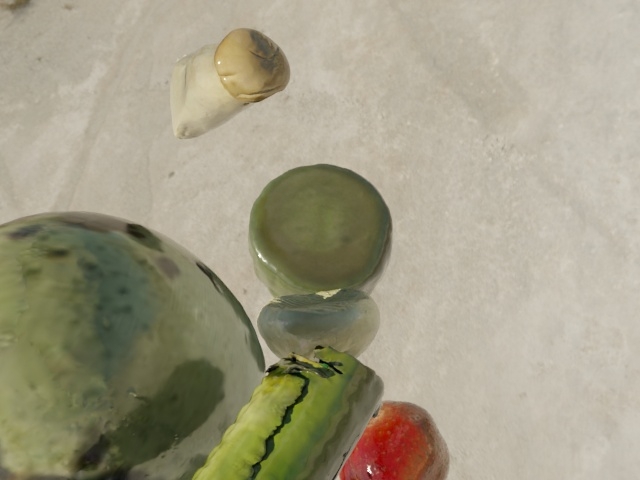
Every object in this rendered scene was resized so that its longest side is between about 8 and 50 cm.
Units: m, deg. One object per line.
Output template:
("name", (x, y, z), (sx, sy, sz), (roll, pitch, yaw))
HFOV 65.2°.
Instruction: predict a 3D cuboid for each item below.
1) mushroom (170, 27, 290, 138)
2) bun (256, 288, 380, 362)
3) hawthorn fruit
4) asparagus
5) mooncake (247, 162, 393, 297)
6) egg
("mushroom", (-0.201, -0.303, 0.971), (0.407, 0.138, 0.154), (1, 80, 56))
("bun", (0.003, 0.164, 0.920), (0.231, 0.231, 0.133), (-5, 95, 21))
("hawthorn fruit", (0.176, 0.612, 1.363), (0.369, 0.284, 0.285), (-23, 42, -39))
("asparagus", (-0.076, 0.246, 0.422), (0.108, 0.128, 0.382), (22, 51, 25))
("mooncake", (0.000, 0.000, 1.234), (0.357, 0.194, 0.356), (1, 67, -3))
("egg", (-0.255, 0.154, 0.594), (0.345, 0.428, 0.345), (-22, 48, 27))
